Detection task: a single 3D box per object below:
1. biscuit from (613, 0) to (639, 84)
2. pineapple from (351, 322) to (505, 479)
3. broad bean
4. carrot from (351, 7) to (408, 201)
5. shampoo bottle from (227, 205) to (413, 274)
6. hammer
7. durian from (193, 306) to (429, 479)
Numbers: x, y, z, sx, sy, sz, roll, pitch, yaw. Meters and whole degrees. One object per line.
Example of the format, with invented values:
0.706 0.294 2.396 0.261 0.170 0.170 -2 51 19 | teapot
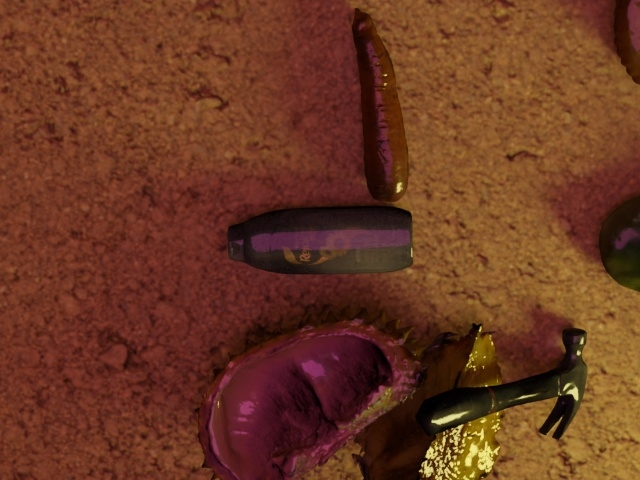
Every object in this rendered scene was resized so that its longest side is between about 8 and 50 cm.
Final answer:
0.460 -0.265 1.706 0.220 0.066 0.220 0 109 0 | biscuit
0.135 0.274 1.852 0.161 0.158 0.335 30 72 -46 | pineapple
0.460 0.010 1.801 0.206 0.072 0.153 -4 106 14 | broad bean
0.072 -0.164 1.753 0.059 0.059 0.248 -7 105 3 | carrot
0.000 0.000 1.806 0.233 0.049 0.087 -1 106 1 | shampoo bottle
0.230 0.201 1.784 0.290 0.037 0.137 -10 106 -39 | hammer
-0.021 0.195 1.834 0.341 0.112 0.191 -40 79 14 | durian
